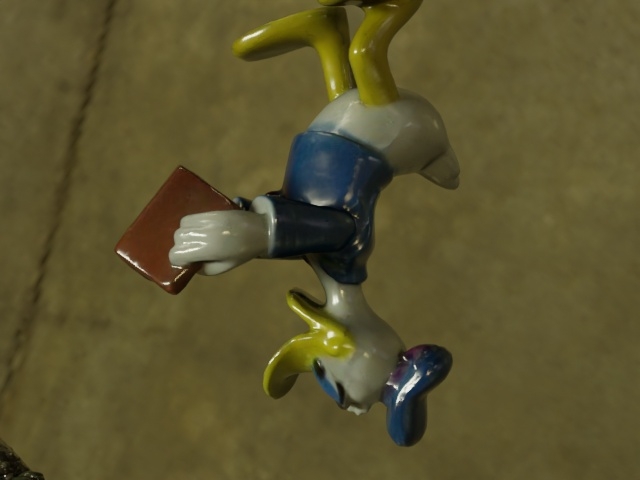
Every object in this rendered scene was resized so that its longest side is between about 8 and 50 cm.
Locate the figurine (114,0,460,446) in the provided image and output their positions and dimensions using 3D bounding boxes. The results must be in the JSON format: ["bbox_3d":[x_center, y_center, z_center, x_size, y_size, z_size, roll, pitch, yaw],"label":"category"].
[{"bbox_3d":[0.000,0.000,1.352,0.204,0.283,0.338,-21,91,65],"label":"figurine"}]

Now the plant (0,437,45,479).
[{"bbox_3d":[-0.269,0.221,1.523,0.092,0.094,0.143,-33,37,-13],"label":"plant"}]
